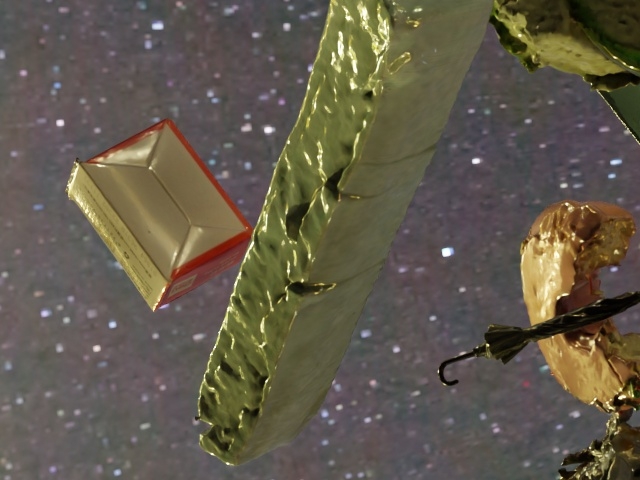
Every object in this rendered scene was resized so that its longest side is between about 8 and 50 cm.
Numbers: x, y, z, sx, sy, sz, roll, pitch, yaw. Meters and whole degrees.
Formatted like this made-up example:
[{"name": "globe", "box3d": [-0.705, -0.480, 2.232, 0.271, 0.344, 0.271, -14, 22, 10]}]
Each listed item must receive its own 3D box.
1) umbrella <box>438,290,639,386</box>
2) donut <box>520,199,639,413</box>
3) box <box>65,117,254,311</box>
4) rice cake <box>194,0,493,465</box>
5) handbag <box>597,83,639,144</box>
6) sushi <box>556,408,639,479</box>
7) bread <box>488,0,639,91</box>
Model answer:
[{"name": "umbrella", "box3d": [0.218, 0.083, 1.258, 0.269, 0.044, 0.044, -29, -112, 33]}, {"name": "donut", "box3d": [0.295, 0.069, 1.362, 0.199, 0.085, 0.232, 159, -83, -70]}, {"name": "box", "box3d": [-0.184, -0.030, 1.449, 0.182, 0.133, 0.099, 51, -33, 10]}, {"name": "rice cake", "box3d": [0.000, 0.000, 0.443, 0.042, 0.045, 0.245, 53, -37, 28]}, {"name": "handbag", "box3d": [0.386, -0.162, 1.375, 0.221, 0.057, 0.144, 54, -34, -4]}, {"name": "sushi", "box3d": [0.333, 0.372, 1.355, 0.176, 0.417, 0.417, 6, -76, 7]}, {"name": "bread", "box3d": [0.308, -0.266, 1.058, 0.382, 0.129, 0.366, -38, -120, 30]}]
